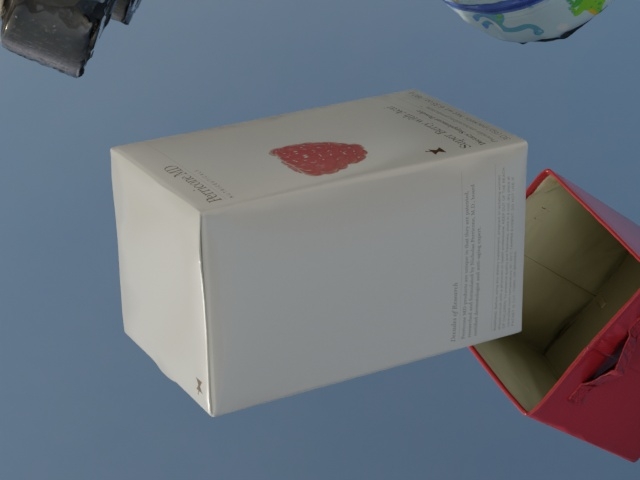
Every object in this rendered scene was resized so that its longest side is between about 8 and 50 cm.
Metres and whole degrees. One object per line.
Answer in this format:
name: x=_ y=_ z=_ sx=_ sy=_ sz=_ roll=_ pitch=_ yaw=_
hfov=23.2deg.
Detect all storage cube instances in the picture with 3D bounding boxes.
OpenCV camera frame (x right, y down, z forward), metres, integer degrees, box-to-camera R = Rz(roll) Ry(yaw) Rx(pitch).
storage cube: x=0.270 y=0.079 z=1.549 sx=0.183 sy=0.193 sz=0.215 roll=-51 pitch=-136 yaw=14

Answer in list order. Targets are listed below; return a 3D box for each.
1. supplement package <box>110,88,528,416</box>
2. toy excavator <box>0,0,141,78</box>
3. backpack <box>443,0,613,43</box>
supplement package: x=0.000 y=0.000 z=1.275 sx=0.293 sy=0.175 sz=0.177 roll=-14 pitch=-154 yaw=-27
toy excavator: x=-0.159 y=-0.327 z=0.875 sx=0.222 sy=0.445 sz=0.433 roll=23 pitch=-159 yaw=-5
backpack: x=0.215 y=-0.342 z=1.327 sx=0.355 sy=0.273 sz=0.290 roll=-60 pitch=-140 yaw=10
